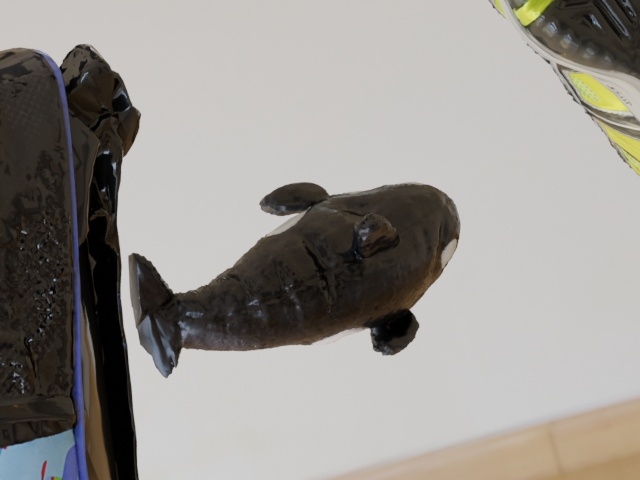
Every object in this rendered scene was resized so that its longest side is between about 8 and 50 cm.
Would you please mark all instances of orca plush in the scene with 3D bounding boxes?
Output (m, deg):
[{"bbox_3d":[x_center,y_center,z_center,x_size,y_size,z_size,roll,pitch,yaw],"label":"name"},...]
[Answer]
[{"bbox_3d":[0.000,0.000,1.337,0.287,0.151,0.102,-4,-32,-31],"label":"orca plush"}]

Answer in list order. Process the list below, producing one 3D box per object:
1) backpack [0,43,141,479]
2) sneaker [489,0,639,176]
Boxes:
[{"bbox_3d":[-0.109,0.052,0.424,0.117,0.173,0.158,-7,-1,-30],"label":"backpack"},{"bbox_3d":[0.172,-0.121,1.077,0.145,0.384,0.147,-43,7,-15],"label":"sneaker"}]
